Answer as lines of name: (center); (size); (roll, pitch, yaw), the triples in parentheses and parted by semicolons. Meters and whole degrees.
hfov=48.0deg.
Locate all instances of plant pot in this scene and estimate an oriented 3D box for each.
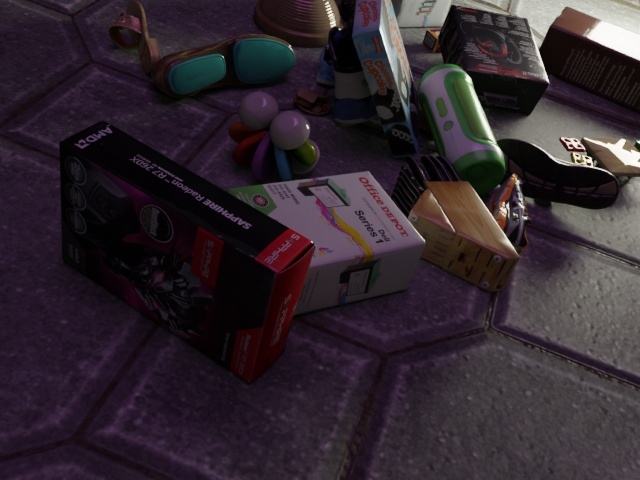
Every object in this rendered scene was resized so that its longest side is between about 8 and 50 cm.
plant pot: (-0.048, -0.604, 1.852); (0.237, 0.109, 0.237); (9, 42, -8)

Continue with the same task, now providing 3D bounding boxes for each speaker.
speaker: (0.294, -0.237, 1.519); (0.131, 0.131, 0.296); (2, 51, -16)

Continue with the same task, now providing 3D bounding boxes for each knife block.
knife block: (0.257, -0.053, 1.350); (0.276, 0.088, 0.242); (27, 42, 13)

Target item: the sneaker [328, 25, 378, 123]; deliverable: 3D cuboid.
sneaker: (0.099, -0.411, 1.608); (0.128, 0.182, 0.315); (4, 38, 14)

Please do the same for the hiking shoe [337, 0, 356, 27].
hiking shoe: (0.115, -0.612, 1.909); (0.086, 0.114, 0.227); (-10, 47, -26)

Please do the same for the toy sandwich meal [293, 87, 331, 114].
toy sandwich meal: (-0.016, -0.310, 1.593); (0.086, 0.029, 0.085); (9, 41, -8)

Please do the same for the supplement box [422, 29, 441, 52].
supplement box: (0.330, -0.544, 1.957); (0.083, 0.043, 0.055); (-10, 47, -28)

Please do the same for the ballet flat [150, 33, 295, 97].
ballet flat: (-0.220, -0.388, 1.575); (0.342, 0.116, 0.124); (-25, 36, -33)

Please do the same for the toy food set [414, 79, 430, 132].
toy food set: (0.259, -0.284, 1.657); (0.132, 0.038, 0.192); (-33, 65, -33)

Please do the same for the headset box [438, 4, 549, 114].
headset box: (0.431, -0.447, 1.807); (0.218, 0.110, 0.293); (6, 52, -11)

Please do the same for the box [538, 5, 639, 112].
box: (0.806, -0.493, 1.987); (0.381, 0.143, 0.191); (30, 43, 13)

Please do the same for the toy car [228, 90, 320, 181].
toy car: (-0.095, -0.179, 1.356); (0.182, 0.159, 0.136); (35, 78, 19)

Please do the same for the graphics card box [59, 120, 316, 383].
graphics card box: (-0.203, 0.015, 1.016); (0.371, 0.232, 0.094); (31, 43, 16)

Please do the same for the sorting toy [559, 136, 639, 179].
sorting toy: (0.674, -0.180, 1.661); (0.275, 0.046, 0.132); (-1, 44, -19)

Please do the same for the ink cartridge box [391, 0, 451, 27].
ink cartridge box: (0.265, -0.690, 2.035); (0.176, 0.127, 0.128); (-10, 47, -28)

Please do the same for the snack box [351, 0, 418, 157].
snack box: (0.138, -0.346, 1.456); (0.060, 0.322, 0.187); (-8, 49, 17)

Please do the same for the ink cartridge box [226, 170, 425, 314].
ink cartridge box: (0.000, 0.000, 1.186); (0.278, 0.117, 0.201); (-10, 47, -28)

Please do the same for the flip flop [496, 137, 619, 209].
flip flop: (0.487, -0.138, 1.521); (0.277, 0.112, 0.080); (16, 11, 7)

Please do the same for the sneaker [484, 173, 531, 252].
sneaker: (0.370, -0.051, 1.402); (0.083, 0.084, 0.215); (31, 45, -3)

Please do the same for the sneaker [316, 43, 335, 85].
sneaker: (0.030, -0.434, 1.714); (0.063, 0.073, 0.162); (11, 41, -5)

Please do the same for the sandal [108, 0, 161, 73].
sandal: (-0.424, -0.455, 1.580); (0.079, 0.088, 0.240); (-6, 50, -32)
